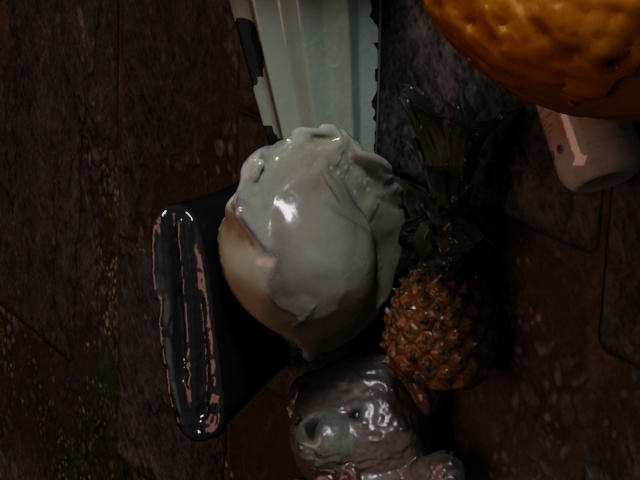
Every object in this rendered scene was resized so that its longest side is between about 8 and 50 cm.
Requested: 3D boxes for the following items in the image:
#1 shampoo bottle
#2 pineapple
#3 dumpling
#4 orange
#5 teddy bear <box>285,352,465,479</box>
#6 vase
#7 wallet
[{"bbox_3d":[0.211,-0.138,1.435,0.074,0.074,0.192,-37,63,56],"label":"shampoo bottle"},{"bbox_3d":[0.118,-0.006,1.596,0.130,0.119,0.277,-48,-37,-70],"label":"pineapple"},{"bbox_3d":[0.000,0.000,1.623,0.147,0.193,0.258,31,148,45],"label":"dumpling"},{"bbox_3d":[0.219,-0.249,1.186,0.341,0.293,0.340,11,106,41],"label":"orange"},{"bbox_3d":[0.050,0.247,1.725,0.236,0.151,0.267,-10,90,36],"label":"teddy bear"},{"bbox_3d":[0.000,-0.143,1.733,0.165,0.165,0.360,8,108,59],"label":"vase"},{"bbox_3d":[-0.096,0.059,1.790,0.406,0.062,0.228,-34,-63,-81],"label":"wallet"}]
